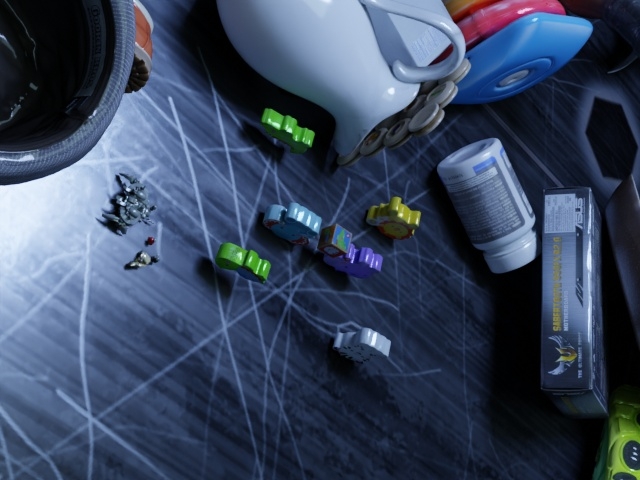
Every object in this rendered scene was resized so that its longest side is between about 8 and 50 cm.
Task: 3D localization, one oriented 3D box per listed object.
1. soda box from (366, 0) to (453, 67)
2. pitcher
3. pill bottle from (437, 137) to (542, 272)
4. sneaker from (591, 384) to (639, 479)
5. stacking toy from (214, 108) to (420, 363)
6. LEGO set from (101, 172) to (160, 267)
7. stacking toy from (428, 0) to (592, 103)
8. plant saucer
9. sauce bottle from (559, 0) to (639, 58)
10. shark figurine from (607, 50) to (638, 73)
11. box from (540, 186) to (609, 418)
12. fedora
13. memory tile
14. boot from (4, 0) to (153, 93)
[{"bbox_3d":[0.020,-0.296,1.135,0.091,0.098,0.286,-47,113,-41],"label":"soda box"},{"bbox_3d":[0.019,-0.200,1.059,0.207,0.178,0.125,44,29,-28],"label":"pitcher"},{"bbox_3d":[0.192,-0.038,1.251,0.078,0.078,0.137,-38,107,-42],"label":"pill bottle"},{"bbox_3d":[0.363,0.278,1.333,0.109,0.123,0.295,29,36,7],"label":"sneaker"},{"bbox_3d":[0.000,0.000,1.083,0.221,0.052,0.167,34,57,-31],"label":"stacking toy"},{"bbox_3d":[-0.154,-0.019,0.954,0.054,0.023,0.083,-38,106,-42],"label":"LEGO set"},{"bbox_3d":[0.157,-0.311,1.257,0.166,0.175,0.302,-8,72,-51],"label":"stacking toy"},{"bbox_3d":[0.398,0.073,1.360,0.310,0.050,0.310,-15,90,-75],"label":"plant saucer"},{"bbox_3d":[0.291,-0.334,1.280,0.111,0.111,0.344,-7,49,-44],"label":"sauce bottle"},{"bbox_3d":[0.419,-0.274,1.504,0.166,0.116,0.278,57,24,13],"label":"shark figurine"},{"bbox_3d":[0.295,0.076,1.286,0.183,0.056,0.231,42,49,-64],"label":"box"},{"bbox_3d":[-0.266,-0.169,0.800,0.275,0.124,0.244,45,65,-35],"label":"fedora"},{"bbox_3d":[0.081,-0.127,1.118,0.012,0.148,0.113,46,54,-21],"label":"memory tile"},{"bbox_3d":[-0.206,-0.196,0.934,0.158,0.059,0.084,35,40,-28],"label":"boot"}]
